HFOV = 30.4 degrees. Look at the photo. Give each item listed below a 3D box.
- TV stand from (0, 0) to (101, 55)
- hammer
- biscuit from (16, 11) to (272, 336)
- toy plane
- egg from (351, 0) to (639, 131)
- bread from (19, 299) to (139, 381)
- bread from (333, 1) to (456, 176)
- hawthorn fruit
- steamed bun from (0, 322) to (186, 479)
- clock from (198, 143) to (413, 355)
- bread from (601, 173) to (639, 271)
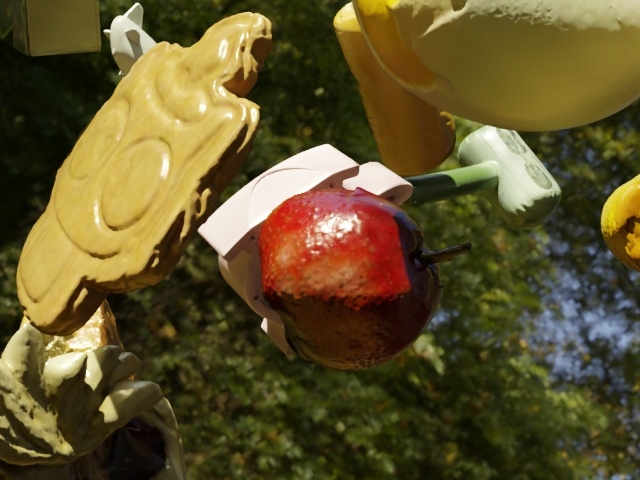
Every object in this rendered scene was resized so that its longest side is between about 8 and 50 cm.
[{"bbox_3d":[-0.326,-0.273,1.314,0.269,0.083,0.088,34,-51,58],"label":"TV stand"},{"bbox_3d":[0.255,-0.096,2.053,0.206,0.335,0.119,55,-42,27],"label":"hammer"},{"bbox_3d":[-0.175,-0.072,1.143,0.051,0.376,0.269,34,8,-38],"label":"biscuit"},{"bbox_3d":[-0.241,-0.249,1.684,0.174,0.080,0.174,32,-26,18],"label":"toy plane"},{"bbox_3d":[0.204,-0.257,1.246,0.345,0.283,0.283,36,-22,16],"label":"egg"},{"bbox_3d":[-0.347,0.230,1.742,0.195,0.149,0.344,-107,-176,-50],"label":"bread"},{"bbox_3d":[0.126,-0.252,1.882,0.091,0.142,0.305,18,-44,57],"label":"bread"},{"bbox_3d":[0.057,0.045,1.428,0.266,0.210,0.230,-9,-67,27],"label":"hawthorn fruit"},{"bbox_3d":[-0.341,0.223,1.406,0.189,0.428,0.247,-8,-100,62],"label":"steamed bun"},{"bbox_3d":[0.000,0.000,1.652,0.080,0.290,0.275,41,-19,42],"label":"clock"},{"bbox_3d":[0.374,-0.058,1.085,0.102,0.245,0.094,57,1,-5],"label":"bread"}]
